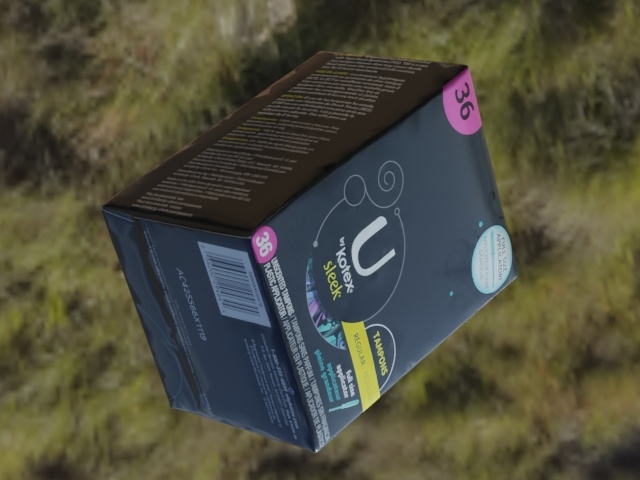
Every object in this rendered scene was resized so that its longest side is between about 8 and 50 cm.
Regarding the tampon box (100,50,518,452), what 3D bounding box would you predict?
[{"bbox_3d":[0.000,0.000,0.801,0.101,0.161,0.120,12,129,42],"label":"tampon box"}]
